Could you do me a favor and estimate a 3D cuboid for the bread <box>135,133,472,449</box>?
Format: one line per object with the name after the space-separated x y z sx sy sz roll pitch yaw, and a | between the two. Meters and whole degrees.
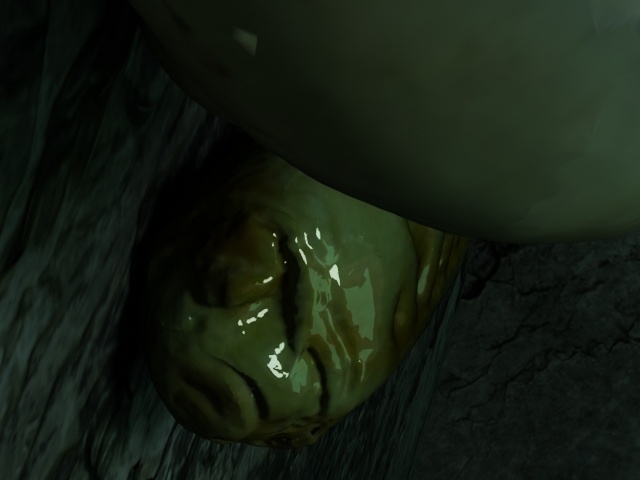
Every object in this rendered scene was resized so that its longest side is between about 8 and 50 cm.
0.000 0.000 0.790 0.267 0.130 0.152 -53 161 -63 | bread

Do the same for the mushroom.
0.067 -0.135 0.448 0.356 0.315 0.315 69 35 -53 | mushroom
